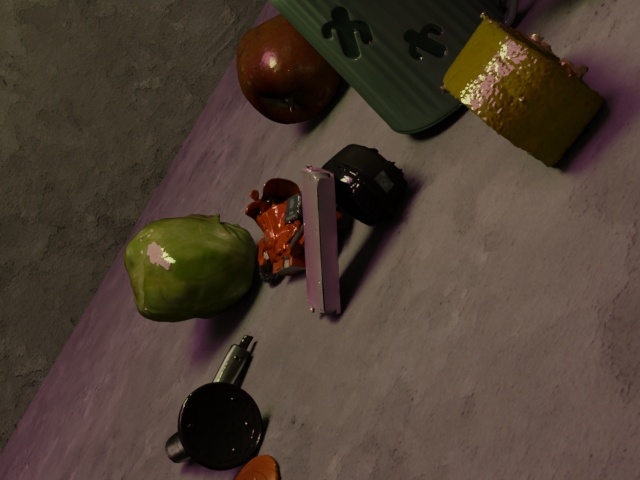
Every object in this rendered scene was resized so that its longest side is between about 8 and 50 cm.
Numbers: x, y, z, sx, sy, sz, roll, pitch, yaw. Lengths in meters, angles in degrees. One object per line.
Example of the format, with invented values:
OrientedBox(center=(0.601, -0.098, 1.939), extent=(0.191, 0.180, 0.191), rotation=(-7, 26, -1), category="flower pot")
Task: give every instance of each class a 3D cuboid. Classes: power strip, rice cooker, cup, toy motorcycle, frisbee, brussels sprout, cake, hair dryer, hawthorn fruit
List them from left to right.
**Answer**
OrientedBox(center=(-0.302, 0.066, 2.145), extent=(0.328, 0.327, 0.247), rotation=(-146, 62, -69), category="brussels sprout")
OrientedBox(center=(-0.212, 0.296, 1.807), extent=(0.320, 0.155, 0.284), rotation=(152, 134, -67), category="hair dryer")
OrientedBox(center=(-0.136, 0.449, 1.577), extent=(0.192, 0.035, 0.192), rotation=(-48, 23, 28), category="frisbee")
OrientedBox(center=(-0.074, -0.420, 2.323), extent=(0.268, 0.267, 0.301), rotation=(-47, 32, 28), category="hawthorn fruit")
OrientedBox(center=(-0.054, -0.040, 1.943), extent=(0.325, 0.147, 0.221), rotation=(-24, 61, 59), category="toy motorcycle")
OrientedBox(center=(0.000, 0.000, 1.687), extent=(0.109, 0.037, 0.279), rotation=(-148, 53, -70), category="power strip")
OrientedBox(center=(0.077, -0.105, 1.721), extent=(0.118, 0.142, 0.203), rotation=(-47, 24, -4), category="rice cooker")
OrientedBox(center=(0.150, -0.456, 1.715), extent=(0.401, 0.392, 0.310), rotation=(-53, 27, 0), category="cup")
OrientedBox(center=(0.287, -0.231, 1.369), extent=(0.156, 0.179, 0.260), rotation=(-51, 23, 15), category="cake")
